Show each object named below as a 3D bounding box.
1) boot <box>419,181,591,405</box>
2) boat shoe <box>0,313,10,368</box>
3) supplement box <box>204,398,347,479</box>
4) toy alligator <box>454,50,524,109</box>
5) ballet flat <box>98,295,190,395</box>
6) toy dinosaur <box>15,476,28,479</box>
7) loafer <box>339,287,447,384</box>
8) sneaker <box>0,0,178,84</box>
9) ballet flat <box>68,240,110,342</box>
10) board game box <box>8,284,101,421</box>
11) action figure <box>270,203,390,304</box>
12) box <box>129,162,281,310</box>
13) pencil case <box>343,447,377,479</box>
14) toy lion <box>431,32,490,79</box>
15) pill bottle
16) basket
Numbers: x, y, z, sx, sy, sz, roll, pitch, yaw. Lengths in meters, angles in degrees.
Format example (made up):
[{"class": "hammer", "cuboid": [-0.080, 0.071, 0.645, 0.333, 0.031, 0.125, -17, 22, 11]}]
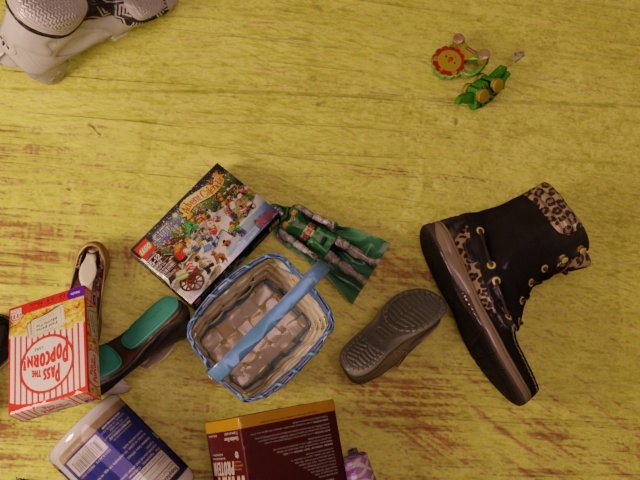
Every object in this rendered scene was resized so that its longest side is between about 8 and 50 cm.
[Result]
[{"class": "boot", "cuboid": [0.386, 0.089, 1.662, 0.284, 0.138, 0.378, -25, 78, -13]}, {"class": "boat shoe", "cuboid": [-0.639, 0.255, 1.460, 0.340, 0.113, 0.127, -43, 88, -15]}, {"class": "supplement box", "cuboid": [-0.072, 0.385, 1.489, 0.191, 0.129, 0.194, -4, 78, -34]}, {"class": "toy alligator", "cuboid": [0.349, -0.314, 1.779, 0.189, 0.056, 0.051, -37, 128, -16]}, {"class": "ballet flat", "cuboid": [-0.338, 0.209, 1.528, 0.280, 0.095, 0.096, -33, 130, -17]}, {"class": "toy dinosaur", "cuboid": [-0.494, 0.476, 1.470, 0.268, 0.064, 0.118, 30, 82, -5]}, {"class": "loafer", "cuboid": [0.132, 0.179, 1.631, 0.251, 0.087, 0.094, -32, 59, -25]}, {"class": "sneaker", "cuboid": [-0.443, -0.408, 1.623, 0.365, 0.210, 0.137, -27, 83, -48]}, {"class": "ballet flat", "cuboid": [-0.421, 0.111, 1.547, 0.080, 0.073, 0.233, 6, 78, -10]}, {"class": "board game box", "cuboid": [-0.441, 0.186, 1.454, 0.146, 0.045, 0.194, -18, 60, 10]}, {"class": "action figure", "cuboid": [0.000, 0.000, 1.651, 0.232, 0.063, 0.137, 32, 78, 2]}, {"class": "box", "cuboid": [-0.208, -0.009, 1.602, 0.159, 0.044, 0.233, 38, 75, 16]}, {"class": "pencil case", "cuboid": [0.072, 0.477, 1.553, 0.088, 0.086, 0.206, -24, 80, 21]}, {"class": "toy lion", "cuboid": [0.279, -0.362, 1.780, 0.100, 0.034, 0.096, 34, 80, 13]}, {"class": "pill bottle", "cuboid": [-0.309, 0.399, 1.466, 0.265, 0.153, 0.153, 45, 75, 1]}, {"class": "basket", "cuboid": [-0.103, 0.148, 1.481, 0.254, 0.289, 0.201, -43, 93, -18]}]
